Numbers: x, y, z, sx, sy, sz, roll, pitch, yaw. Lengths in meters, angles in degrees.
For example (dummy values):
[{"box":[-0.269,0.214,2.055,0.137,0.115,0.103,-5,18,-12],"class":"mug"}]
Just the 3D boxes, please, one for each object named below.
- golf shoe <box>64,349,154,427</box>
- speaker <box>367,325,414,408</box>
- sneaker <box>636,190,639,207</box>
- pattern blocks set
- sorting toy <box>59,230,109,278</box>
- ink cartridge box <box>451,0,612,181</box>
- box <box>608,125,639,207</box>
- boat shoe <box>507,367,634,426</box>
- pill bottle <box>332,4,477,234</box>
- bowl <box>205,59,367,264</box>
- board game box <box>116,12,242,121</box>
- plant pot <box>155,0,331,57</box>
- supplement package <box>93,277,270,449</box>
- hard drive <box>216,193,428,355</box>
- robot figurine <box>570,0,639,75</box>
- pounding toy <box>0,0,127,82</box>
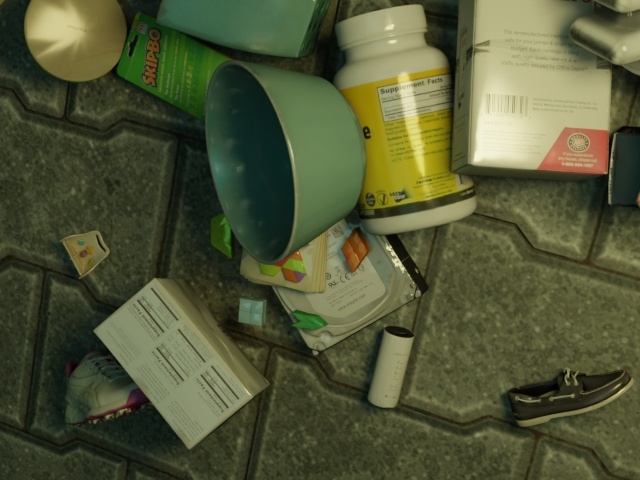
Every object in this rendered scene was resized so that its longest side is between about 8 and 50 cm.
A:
[{"box":[-0.407,0.271,1.791,0.306,0.115,0.140,-19,79,49],"class":"golf shoe"},{"box":[0.122,0.218,1.649,0.055,0.055,0.136,17,106,17],"class":"speaker"},{"box":[0.454,-0.113,1.296,0.070,0.051,0.134,36,106,14],"class":"sneaker"},{"box":[-0.058,-0.005,1.622,0.285,0.026,0.324,-2,100,21],"class":"pattern blocks set"},{"box":[-0.446,0.019,1.837,0.075,0.045,0.083,-28,89,16],"class":"sorting toy"},{"box":[0.307,-0.236,1.390,0.207,0.117,0.283,3,88,-6],"class":"ink cartridge box"},{"box":[0.528,-0.105,1.377,0.207,0.153,0.108,5,102,19],"class":"box"},{"box":[0.398,0.241,1.539,0.206,0.075,0.065,-25,94,28],"class":"boat shoe"},{"box":[0.124,-0.188,1.497,0.188,0.188,0.333,-10,96,22],"class":"pill bottle"},{"box":[-0.041,-0.130,1.454,0.311,0.163,0.311,39,136,52],"class":"bowl"},{"box":[-0.236,-0.297,1.696,0.259,0.039,0.124,28,108,11],"class":"board game box"},{"box":[-0.113,-0.394,1.568,0.234,0.165,0.165,23,108,7],"class":"plant pot"},{"box":[-0.239,0.210,1.689,0.145,0.204,0.262,-40,84,2],"class":"supplement package"},{"box":[0.000,0.000,1.650,0.237,0.064,0.339,-31,88,23],"class":"hard drive"},{"box":[0.509,-0.337,1.272,0.354,0.200,0.300,-19,130,-15],"class":"robot figurine"},{"box":[-0.472,-0.395,1.721,0.237,0.110,0.183,40,81,-27],"class":"pounding toy"}]
